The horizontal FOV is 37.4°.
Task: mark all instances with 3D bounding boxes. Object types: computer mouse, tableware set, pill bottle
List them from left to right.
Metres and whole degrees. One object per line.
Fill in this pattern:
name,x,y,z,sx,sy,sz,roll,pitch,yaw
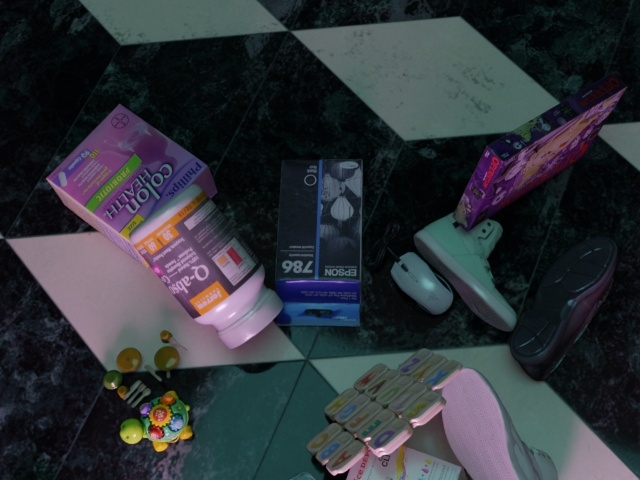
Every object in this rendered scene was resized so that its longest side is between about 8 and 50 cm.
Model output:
tableware set,-0.328,0.233,1.766,0.104,0.024,0.154,36,74,21
pill bottle,-0.202,0.049,1.713,0.162,0.162,0.278,-40,98,-13
computer mouse,0.171,0.059,1.782,0.193,0.042,0.106,44,99,19

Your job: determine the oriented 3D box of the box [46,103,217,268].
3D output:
box,-0.369,-0.109,1.867,0.243,0.117,0.213,36,73,17

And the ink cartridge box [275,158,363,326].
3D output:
ink cartridge box,0.000,0.000,1.824,0.165,0.065,0.333,-1,67,3

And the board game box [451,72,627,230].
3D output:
board game box,0.403,-0.163,1.739,0.346,0.208,0.056,-31,71,-28

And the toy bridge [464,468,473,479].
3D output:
toy bridge,0.276,0.469,1.594,0.026,0.063,0.188,-12,67,-2

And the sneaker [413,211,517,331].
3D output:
sneaker,0.311,0.040,1.768,0.151,0.094,0.256,-35,70,-14

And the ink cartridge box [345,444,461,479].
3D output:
ink cartridge box,0.132,0.420,1.592,0.176,0.127,0.128,18,69,12

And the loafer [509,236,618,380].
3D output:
loafer,0.452,0.125,1.736,0.109,0.095,0.302,19,60,44

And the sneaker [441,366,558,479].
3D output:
sneaker,0.306,0.350,1.592,0.108,0.169,0.293,-27,76,24

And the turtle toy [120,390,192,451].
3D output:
turtle toy,-0.295,0.325,1.696,0.130,0.066,0.095,-25,67,-7

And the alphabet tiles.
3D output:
alphabet tiles,0.102,0.278,1.593,0.278,0.284,0.021,-38,104,-12

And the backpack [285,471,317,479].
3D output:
backpack,-0.084,0.522,1.537,0.253,0.191,0.225,-24,67,-1
